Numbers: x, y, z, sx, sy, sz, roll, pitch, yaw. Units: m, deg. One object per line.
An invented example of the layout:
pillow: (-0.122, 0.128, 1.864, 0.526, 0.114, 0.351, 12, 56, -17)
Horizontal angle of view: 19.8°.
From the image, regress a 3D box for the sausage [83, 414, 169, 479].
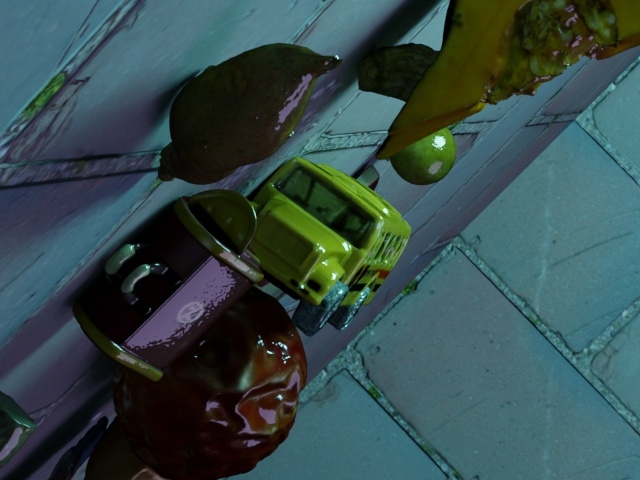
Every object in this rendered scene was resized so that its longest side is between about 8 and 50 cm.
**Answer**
sausage: (-0.159, 0.196, 1.805, 0.328, 0.112, 0.112, -50, 177, -31)

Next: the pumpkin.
pumpkin: (0.133, -0.167, 1.447, 0.248, 0.126, 0.131, -25, -179, 1)

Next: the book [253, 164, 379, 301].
book: (-0.013, 0.008, 1.985, 0.162, 0.022, 0.232, -40, 172, -16)

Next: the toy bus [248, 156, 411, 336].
toy bus: (0.000, 0.000, 1.627, 0.123, 0.121, 0.335, -53, 173, 3)

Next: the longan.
longan: (0.099, -0.090, 1.897, 0.083, 0.075, 0.075, -3, -176, 15)

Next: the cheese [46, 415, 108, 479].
cheese: (-0.301, 0.285, 1.786, 0.286, 0.074, 0.189, -49, 175, -24)

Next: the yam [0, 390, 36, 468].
yam: (-0.319, 0.216, 1.332, 0.274, 0.061, 0.061, -45, 173, 1)

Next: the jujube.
jujube: (-0.100, 0.127, 1.646, 0.174, 0.174, 0.250, -42, 167, -17)

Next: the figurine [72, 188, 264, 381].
figurine: (-0.113, 0.019, 1.331, 0.154, 0.082, 0.098, -45, 153, 9)

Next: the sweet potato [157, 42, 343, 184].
sweet potato: (-0.065, -0.067, 1.104, 0.068, 0.068, 0.226, -39, -175, -33)
